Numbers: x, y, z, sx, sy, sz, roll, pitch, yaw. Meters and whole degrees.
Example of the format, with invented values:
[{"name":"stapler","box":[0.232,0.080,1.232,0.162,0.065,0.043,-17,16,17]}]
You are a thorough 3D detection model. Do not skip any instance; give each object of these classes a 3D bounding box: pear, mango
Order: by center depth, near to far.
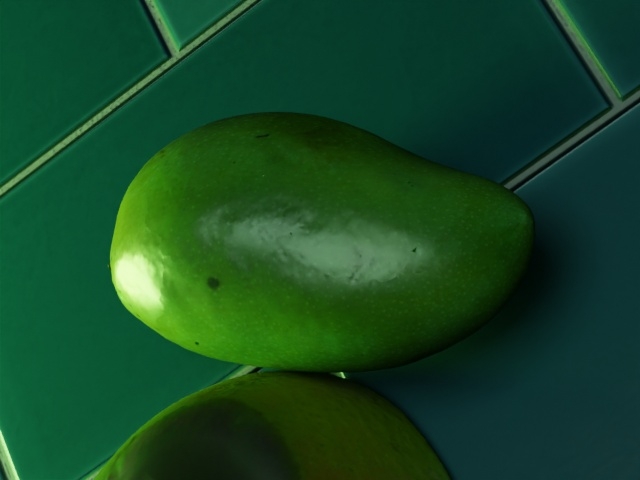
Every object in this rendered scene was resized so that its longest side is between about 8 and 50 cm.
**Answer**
[{"name":"pear","box":[-0.071,0.281,1.588,0.399,0.165,0.399,-11,67,26]},{"name":"mango","box":[0.000,0.000,1.634,0.382,0.201,0.225,1,45,27]}]
